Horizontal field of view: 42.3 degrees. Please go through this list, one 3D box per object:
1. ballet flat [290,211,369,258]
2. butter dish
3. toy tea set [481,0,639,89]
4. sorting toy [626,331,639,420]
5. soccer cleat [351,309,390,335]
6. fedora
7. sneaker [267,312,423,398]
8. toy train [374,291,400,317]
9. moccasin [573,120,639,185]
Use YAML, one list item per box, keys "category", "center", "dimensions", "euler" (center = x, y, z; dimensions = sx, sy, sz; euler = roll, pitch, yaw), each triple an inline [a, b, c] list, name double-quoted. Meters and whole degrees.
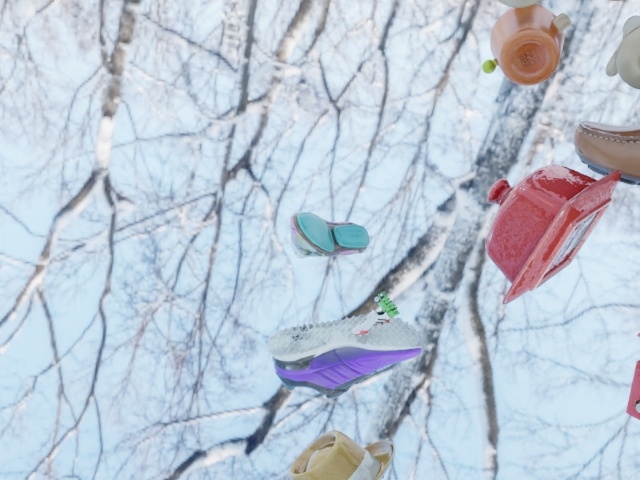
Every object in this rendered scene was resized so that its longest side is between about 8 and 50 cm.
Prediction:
- category: "ballet flat"
  center: [0.000, 0.000, 1.405]
  dimensions: [0.222, 0.079, 0.076]
  euler: [5, -116, -56]
- category: "butter dish"
  center: [0.247, -0.029, 0.963]
  dimensions: [0.118, 0.160, 0.160]
  euler: [41, -140, 24]
- category: "toy tea set"
  center: [0.362, -0.296, 1.042]
  dimensions: [0.336, 0.199, 0.124]
  euler: [4, -149, 8]
- category: "sorting toy"
  center: [0.539, 0.174, 1.104]
  dimensions: [0.089, 0.255, 0.257]
  euler: [-15, -151, -35]
- category: "soccer cleat"
  center: [0.093, 0.148, 1.531]
  dimensions: [0.083, 0.035, 0.029]
  euler: [-22, -152, -18]
- category: "fedora"
  center: [0.013, 0.313, 1.119]
  dimensions: [0.079, 0.194, 0.194]
  euler: [49, -145, -1]
- category: "sneaker"
  center: [0.053, 0.232, 1.595]
  dimensions: [0.294, 0.146, 0.102]
  euler: [-5, -150, 4]
- category: "toy train"
  center: [0.118, 0.115, 1.469]
  dimensions: [0.024, 0.083, 0.017]
  euler: [-27, -126, 12]
- category: "moccasin"
  center: [0.475, -0.128, 0.952]
  dimensions: [0.139, 0.146, 0.380]
  euler: [-17, -163, -38]
